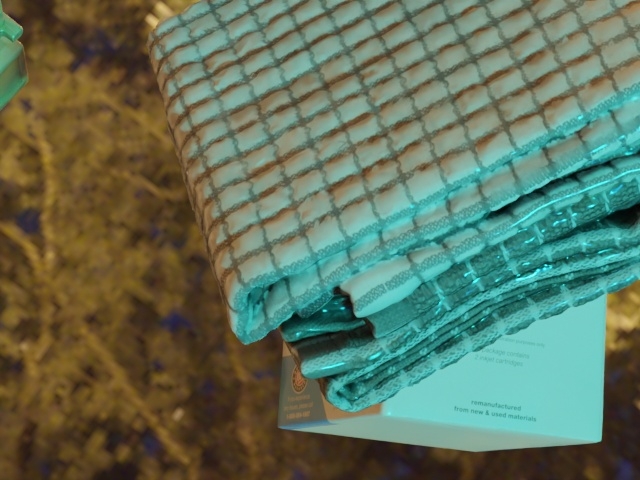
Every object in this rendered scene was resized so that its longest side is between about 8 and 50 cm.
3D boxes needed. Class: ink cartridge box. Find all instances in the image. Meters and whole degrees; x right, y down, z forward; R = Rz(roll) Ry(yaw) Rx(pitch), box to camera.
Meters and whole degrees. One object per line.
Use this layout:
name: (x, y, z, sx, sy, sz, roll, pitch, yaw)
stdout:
ink cartridge box: (0.100, 0.024, 1.430, 0.198, 0.197, 0.270, -19, -116, 63)

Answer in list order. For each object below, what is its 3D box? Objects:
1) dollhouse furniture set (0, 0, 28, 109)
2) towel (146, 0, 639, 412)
dollhouse furniture set: (-0.264, -0.103, 1.016, 0.161, 0.101, 0.182, -49, 173, -18)
towel: (0.073, -0.062, 0.870, 0.283, 0.121, 0.235, -28, -138, 4)
